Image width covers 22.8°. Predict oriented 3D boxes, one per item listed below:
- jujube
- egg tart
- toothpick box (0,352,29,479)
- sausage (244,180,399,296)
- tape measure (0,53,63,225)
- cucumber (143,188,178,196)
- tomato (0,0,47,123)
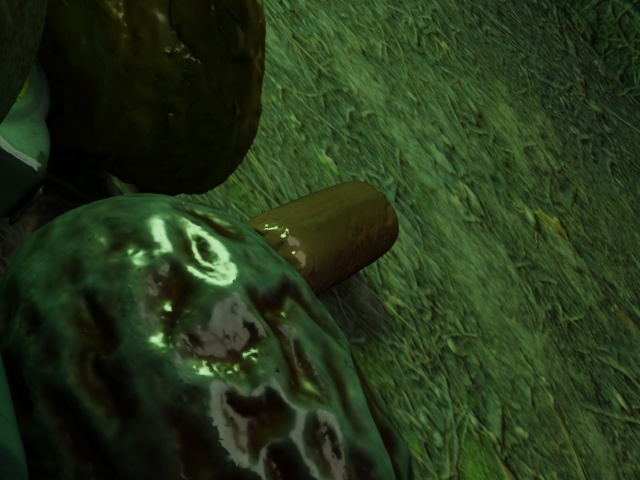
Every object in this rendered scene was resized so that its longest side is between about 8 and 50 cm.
[{"bbox_3d":[-0.071,0.116,0.933,0.308,0.215,0.246,55,19,4],"label":"jujube"},{"bbox_3d":[-0.159,-0.158,1.155,0.123,0.294,0.294,-28,80,-34],"label":"egg tart"},{"bbox_3d":[-0.223,0.074,0.828,0.120,0.120,0.184,33,26,-41],"label":"toothpick box"},{"bbox_3d":[-0.001,0.000,1.422,0.086,0.086,0.289,55,23,3],"label":"sausage"},{"bbox_3d":[-0.316,-0.147,1.035,0.330,0.084,0.164,36,27,-22],"label":"tape measure"},{"bbox_3d":[-0.166,-0.124,1.335,0.070,0.046,0.220,25,34,-46],"label":"cucumber"},{"bbox_3d":[-0.298,-0.141,0.806,0.303,0.239,0.303,21,39,-18],"label":"tomato"}]
